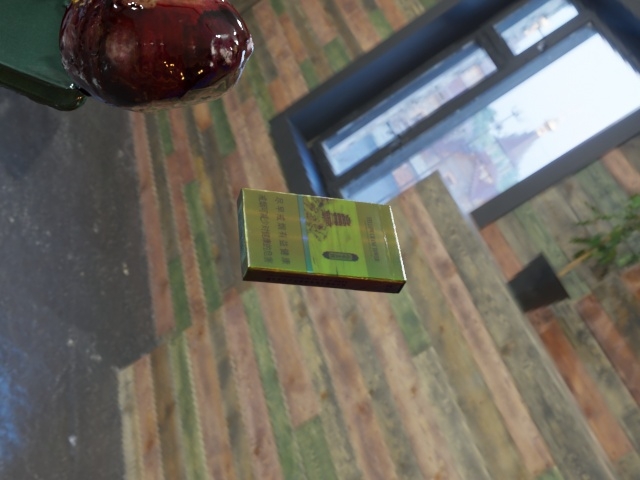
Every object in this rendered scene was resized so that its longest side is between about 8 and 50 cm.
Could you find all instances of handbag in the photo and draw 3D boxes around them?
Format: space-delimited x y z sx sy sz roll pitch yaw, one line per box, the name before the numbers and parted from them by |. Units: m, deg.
handbag | -0.501 -0.374 1.424 0.326 0.239 0.089 21 -20 -9

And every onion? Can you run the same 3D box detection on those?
onion | -0.216 -0.273 1.120 0.252 0.252 0.219 -101 -163 -61

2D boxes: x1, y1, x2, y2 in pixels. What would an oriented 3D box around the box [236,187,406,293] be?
box | 0.000 0.000 1.031 0.193 0.030 0.121 6 50 -18
